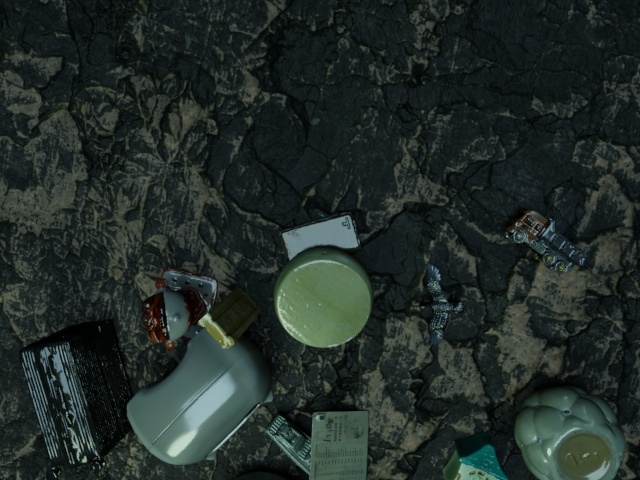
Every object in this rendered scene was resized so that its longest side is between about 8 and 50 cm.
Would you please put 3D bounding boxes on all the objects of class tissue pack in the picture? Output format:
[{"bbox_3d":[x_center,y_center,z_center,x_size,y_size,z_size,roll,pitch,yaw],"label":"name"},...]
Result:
[{"bbox_3d":[-0.281,0.387,1.314,0.236,0.229,0.333,44,86,11],"label":"tissue pack"}]

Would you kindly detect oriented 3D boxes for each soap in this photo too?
[{"bbox_3d":[-0.213,0.183,1.294,0.092,0.252,0.037,45,102,-1],"label":"soap"}]

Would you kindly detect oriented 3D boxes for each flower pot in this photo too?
[{"bbox_3d":[0.591,0.470,1.271,0.245,0.195,0.246,0,95,5],"label":"flower pot"}]

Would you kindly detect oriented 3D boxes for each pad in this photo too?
[{"bbox_3d":[0.049,0.577,1.379,0.159,0.009,0.265,4,87,-18],"label":"pad"}]

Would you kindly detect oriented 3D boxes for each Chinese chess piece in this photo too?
[{"bbox_3d":[0.008,0.141,1.324,0.250,0.101,0.251,1,105,2],"label":"Chinese chess piece"}]

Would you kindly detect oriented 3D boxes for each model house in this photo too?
[{"bbox_3d":[0.396,0.571,1.350,0.126,0.100,0.149,22,96,3],"label":"model house"}]

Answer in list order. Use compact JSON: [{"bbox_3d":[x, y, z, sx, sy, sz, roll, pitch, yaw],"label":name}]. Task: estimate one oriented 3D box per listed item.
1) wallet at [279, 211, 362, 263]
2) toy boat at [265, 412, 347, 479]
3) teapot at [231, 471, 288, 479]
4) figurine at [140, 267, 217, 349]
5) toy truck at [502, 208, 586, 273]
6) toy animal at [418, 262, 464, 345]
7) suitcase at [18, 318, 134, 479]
[{"bbox_3d":[0.000,0.000,1.364,0.197,0.031,0.110,-15,94,6],"label":"wallet"},{"bbox_3d":[-0.031,0.559,1.394,0.260,0.085,0.078,41,65,0],"label":"toy boat"},{"bbox_3d":[-0.117,0.764,1.364,0.321,0.240,0.240,0,119,8],"label":"teapot"},{"bbox_3d":[-0.373,0.186,1.323,0.160,0.226,0.184,12,97,3],"label":"figurine"},{"bbox_3d":[0.541,0.002,1.285,0.192,0.083,0.092,37,98,0],"label":"toy truck"},{"bbox_3d":[0.301,0.163,1.335,0.107,0.062,0.220,-1,102,5],"label":"toy animal"},{"bbox_3d":[-0.614,0.391,1.365,0.152,0.229,0.336,-13,95,6],"label":"suitcase"}]
